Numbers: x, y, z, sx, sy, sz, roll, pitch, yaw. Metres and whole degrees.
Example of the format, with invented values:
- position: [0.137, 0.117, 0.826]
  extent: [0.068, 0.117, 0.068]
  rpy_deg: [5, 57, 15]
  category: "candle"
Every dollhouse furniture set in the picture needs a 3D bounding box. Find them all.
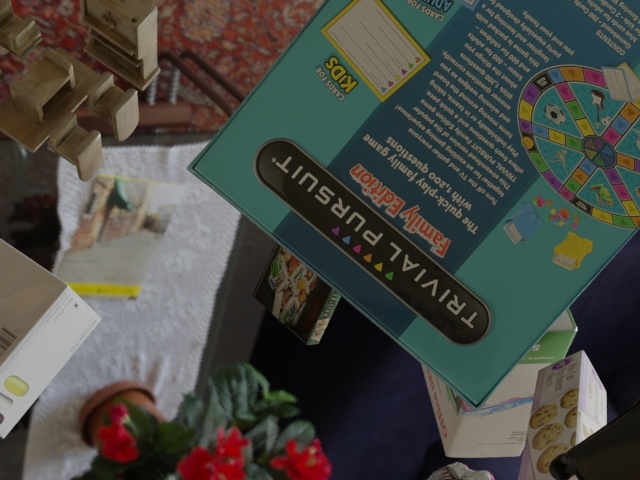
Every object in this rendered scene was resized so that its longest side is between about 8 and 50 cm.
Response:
- position: [-0.331, -0.215, 1.262]
  extent: [0.242, 0.212, 0.161]
  rpy_deg: [-53, 175, -22]
  category: "dollhouse furniture set"

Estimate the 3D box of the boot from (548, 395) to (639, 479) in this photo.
- position: [0.231, 0.142, 0.498]
  extent: [0.137, 0.198, 0.076]
  rpy_deg: [-35, 120, -6]
  category: "boot"

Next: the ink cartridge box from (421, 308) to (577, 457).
- position: [0.234, 0.142, 1.310]
  extent: [0.117, 0.201, 0.278]
  rpy_deg: [0, 133, -10]
  category: "ink cartridge box"

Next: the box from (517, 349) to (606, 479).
- position: [0.261, 0.207, 0.998]
  extent: [0.067, 0.063, 0.324]
  rpy_deg: [-28, -176, 22]
  category: "box"

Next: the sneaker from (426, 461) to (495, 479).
- position: [0.091, 0.214, 0.742]
  extent: [0.075, 0.063, 0.170]
  rpy_deg: [-14, 168, -9]
  category: "sneaker"

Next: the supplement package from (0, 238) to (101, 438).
- position: [-0.547, 0.159, 1.594]
  extent: [0.261, 0.204, 0.145]
  rpy_deg: [-53, 155, -15]
  category: "supplement package"

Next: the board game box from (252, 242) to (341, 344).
- position: [0.000, 0.000, 1.309]
  extent: [0.030, 0.136, 0.259]
  rpy_deg: [9, 113, -45]
  category: "board game box"

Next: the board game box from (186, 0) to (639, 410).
- position: [0.117, -0.097, 0.636]
  extent: [0.336, 0.254, 0.079]
  rpy_deg: [-50, -179, 8]
  category: "board game box"
